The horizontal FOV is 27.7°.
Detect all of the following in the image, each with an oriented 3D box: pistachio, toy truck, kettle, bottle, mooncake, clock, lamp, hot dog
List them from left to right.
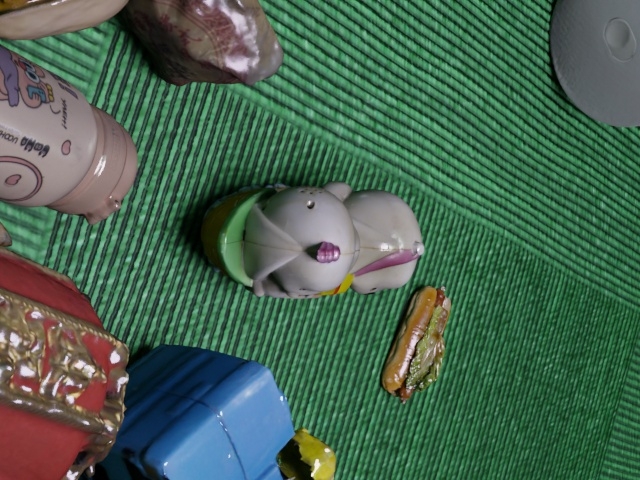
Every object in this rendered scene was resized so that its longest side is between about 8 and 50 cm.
[{"bbox_3d":[-0.249,0.076,0.828,0.274,0.177,0.177,27,78,-48],"label":"lamp"},{"bbox_3d":[-0.214,-0.081,0.891,0.209,0.097,0.110,27,38,-57],"label":"bottle"},{"bbox_3d":[-0.187,-0.189,0.893,0.149,0.113,0.113,-43,128,-40],"label":"pistachio"},{"bbox_3d":[-0.098,-0.171,0.987,0.073,0.125,0.130,-51,129,-23],"label":"mooncake"},{"bbox_3d":[-0.074,0.275,1.084,0.161,0.162,0.384,-40,128,-37],"label":"toy truck"},{"bbox_3d":[0.000,0.000,1.123,0.231,0.144,0.103,-6,104,-49],"label":"clock"},{"bbox_3d":[0.105,0.108,1.347,0.056,0.041,0.133,38,69,-46],"label":"hot dog"},{"bbox_3d":[0.431,-0.276,1.521,0.318,0.205,0.265,-16,113,-44],"label":"kettle"}]

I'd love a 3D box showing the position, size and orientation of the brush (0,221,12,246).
[{"bbox_3d":[-0.280,-0.041,0.888,0.196,0.021,0.070,41,66,-48],"label":"brush"}]
